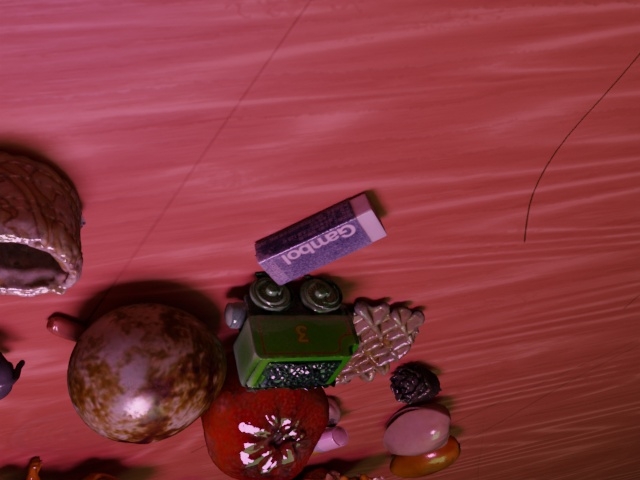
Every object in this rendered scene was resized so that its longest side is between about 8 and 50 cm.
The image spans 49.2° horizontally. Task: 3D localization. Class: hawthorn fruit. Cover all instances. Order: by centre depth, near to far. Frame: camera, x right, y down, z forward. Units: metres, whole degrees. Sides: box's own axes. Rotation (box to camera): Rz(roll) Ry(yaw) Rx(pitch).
[{"bbox_3d":[-0.121,0.329,1.393,0.254,0.300,0.254,-4,102,-18],"label":"hawthorn fruit"}]

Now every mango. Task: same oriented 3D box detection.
[{"bbox_3d":[0.307,0.655,2.119,0.253,0.113,0.138,-34,145,33],"label":"mango"}]

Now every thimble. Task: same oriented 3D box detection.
[{"bbox_3d":[-0.395,-0.015,0.929,0.137,0.144,0.190,-32,142,17],"label":"thimble"}]

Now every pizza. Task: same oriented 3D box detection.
[{"bbox_3d":[-0.058,0.746,2.075,0.406,0.130,0.440,22,139,-41],"label":"pizza"}]

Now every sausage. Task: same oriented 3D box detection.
[{"bbox_3d":[-0.441,0.157,1.226,0.034,0.034,0.083,-31,143,18],"label":"sausage"}]

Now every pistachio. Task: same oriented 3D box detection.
[{"bbox_3d":[0.270,0.522,1.924,0.152,0.126,0.223,41,126,-12],"label":"pistachio"}]

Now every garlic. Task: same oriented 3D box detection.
[{"bbox_3d":[0.013,0.429,1.751,0.084,0.066,0.152,-7,152,36],"label":"garlic"}]

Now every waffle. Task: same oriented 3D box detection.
[{"bbox_3d":[0.064,0.234,1.517,0.291,0.056,0.309,4,140,-27],"label":"waffle"}]

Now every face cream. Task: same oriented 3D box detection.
[{"bbox_3d":[-0.027,0.522,1.780,0.198,0.057,0.084,-24,158,30],"label":"face cream"}]

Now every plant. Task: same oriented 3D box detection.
[{"bbox_3d":[0.233,0.353,1.715,0.143,0.092,0.094,12,142,-45],"label":"plant"}]

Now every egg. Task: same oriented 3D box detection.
[{"bbox_3d":[-0.291,0.227,1.211,0.238,0.238,0.289,-40,152,28],"label":"egg"}]

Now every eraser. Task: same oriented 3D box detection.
[{"bbox_3d":[0.000,0.000,1.194,0.212,0.046,0.092,-25,143,9],"label":"eraser"}]

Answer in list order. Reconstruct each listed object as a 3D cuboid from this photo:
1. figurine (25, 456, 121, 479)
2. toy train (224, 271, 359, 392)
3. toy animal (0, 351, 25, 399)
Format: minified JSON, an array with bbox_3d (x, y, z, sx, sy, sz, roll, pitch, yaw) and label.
[{"bbox_3d":[-0.614,0.650,1.622,0.387,0.401,0.268,21,92,-49],"label":"figurine"},{"bbox_3d":[-0.049,0.168,1.275,0.243,0.188,0.132,2,140,-27],"label":"toy train"},{"bbox_3d":[-0.624,0.225,1.137,0.269,0.137,0.082,-6,111,-30],"label":"toy animal"}]
